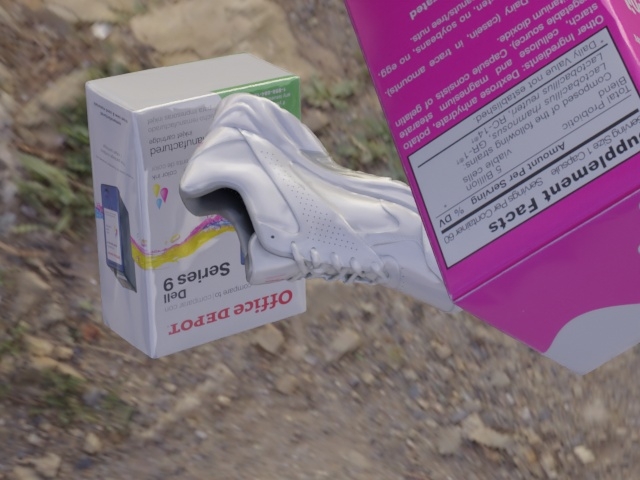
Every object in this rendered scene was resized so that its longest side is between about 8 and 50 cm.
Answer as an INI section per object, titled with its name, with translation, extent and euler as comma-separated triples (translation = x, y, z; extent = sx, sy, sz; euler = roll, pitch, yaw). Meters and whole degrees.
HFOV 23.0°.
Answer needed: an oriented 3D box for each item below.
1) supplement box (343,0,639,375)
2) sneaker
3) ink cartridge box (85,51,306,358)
[supplement box]
translation = 0.095, -0.070, 0.681
extent = 0.114, 0.111, 0.220
euler = -32, 55, 23
[sneaker]
translation = 0.000, 0.000, 1.112
extent = 0.232, 0.090, 0.115
euler = 30, 64, 8
[ink cartridge box]
translation = -0.098, -0.030, 1.274
extent = 0.154, 0.212, 0.093
euler = -15, 28, -31
